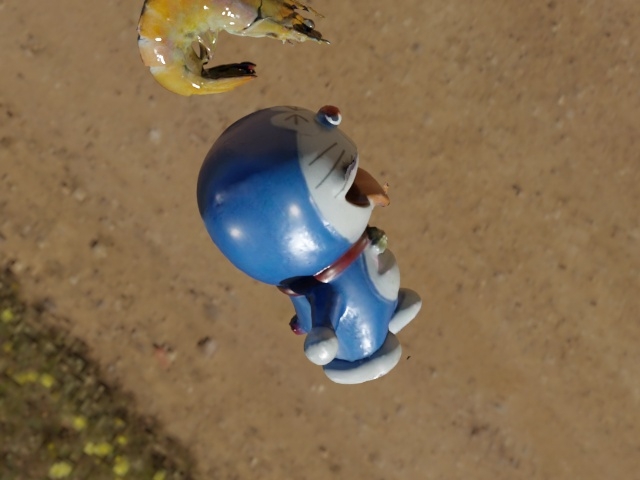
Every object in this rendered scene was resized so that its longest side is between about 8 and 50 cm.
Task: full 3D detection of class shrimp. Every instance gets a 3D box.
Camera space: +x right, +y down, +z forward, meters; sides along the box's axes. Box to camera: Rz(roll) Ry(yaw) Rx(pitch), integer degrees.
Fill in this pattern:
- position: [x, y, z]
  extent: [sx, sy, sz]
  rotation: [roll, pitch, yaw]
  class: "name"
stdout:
- position: [-0.099, -0.237, 1.612]
  extent: [0.068, 0.248, 0.150]
  rotation: [46, 131, 49]
  class: "shrimp"

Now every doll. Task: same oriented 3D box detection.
- position: [0.000, 0.000, 1.252]
  extent: [0.161, 0.215, 0.257]
  rotation: [-26, 114, 23]
  class: "doll"
